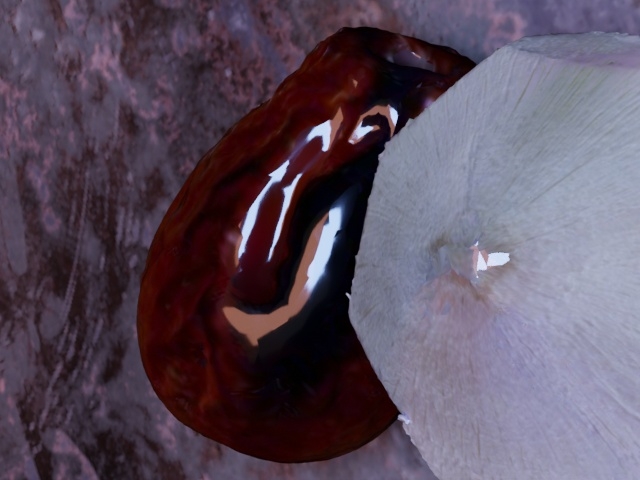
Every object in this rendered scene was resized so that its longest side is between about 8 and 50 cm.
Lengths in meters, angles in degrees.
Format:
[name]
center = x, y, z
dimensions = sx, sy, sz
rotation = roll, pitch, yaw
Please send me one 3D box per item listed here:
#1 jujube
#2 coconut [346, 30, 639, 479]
[jujube]
center = 0.000, 0.000, 0.859
dimensions = 0.168, 0.168, 0.236
rotation = 37, 112, 30
[coconut]
center = 0.117, 0.014, 0.719
dimensions = 0.224, 0.234, 0.224
rotation = 4, 95, 42
